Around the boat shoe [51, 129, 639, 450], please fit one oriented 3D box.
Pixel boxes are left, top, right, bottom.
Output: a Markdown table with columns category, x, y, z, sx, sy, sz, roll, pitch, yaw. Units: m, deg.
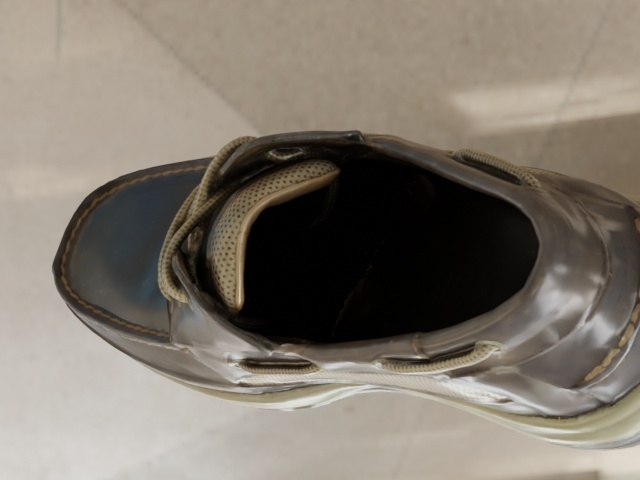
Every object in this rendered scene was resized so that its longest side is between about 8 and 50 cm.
| category | x | y | z | sx | sy | sz | roll | pitch | yaw |
| --- | --- | --- | --- | --- | --- | --- | --- | --- | --- |
| boat shoe | 0.000 | 0.000 | 0.849 | 0.355 | 0.132 | 0.130 | 2 | 159 | 42 |
